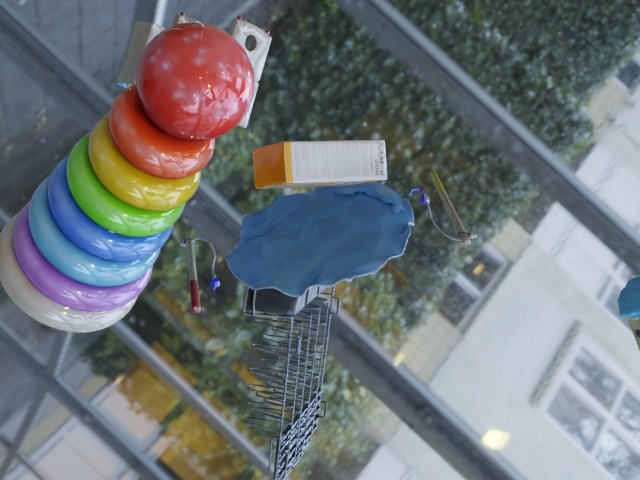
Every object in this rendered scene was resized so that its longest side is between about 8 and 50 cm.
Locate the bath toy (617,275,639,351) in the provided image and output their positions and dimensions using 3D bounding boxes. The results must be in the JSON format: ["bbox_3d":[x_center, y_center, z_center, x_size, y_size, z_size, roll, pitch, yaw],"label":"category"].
[{"bbox_3d":[0.460,0.080,0.896,0.151,0.129,0.348,-52,-164,-15],"label":"bath toy"}]

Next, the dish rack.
[{"bbox_3d":[-0.039,0.161,1.156,0.208,0.074,0.271,-31,129,-69],"label":"dish rack"}]

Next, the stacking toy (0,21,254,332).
[{"bbox_3d":[-0.157,-0.056,0.764,0.330,0.141,0.141,-45,180,39],"label":"stacking toy"}]

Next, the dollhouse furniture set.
[{"bbox_3d":[-0.181,-0.236,1.128,0.184,0.129,0.128,16,90,-49],"label":"dollhouse furniture set"}]

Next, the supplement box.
[{"bbox_3d":[-0.001,-0.065,0.768,0.099,0.036,0.062,-4,-179,-29],"label":"supplement box"}]

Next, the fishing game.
[{"bbox_3d":[0.000,0.000,0.853,0.264,0.041,0.189,-16,-149,-3],"label":"fishing game"}]
